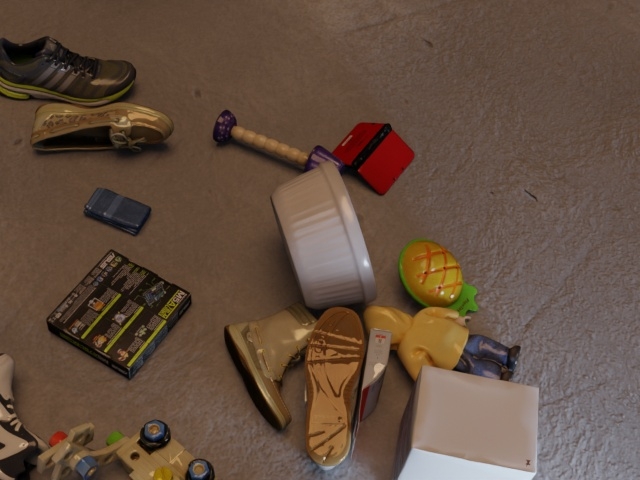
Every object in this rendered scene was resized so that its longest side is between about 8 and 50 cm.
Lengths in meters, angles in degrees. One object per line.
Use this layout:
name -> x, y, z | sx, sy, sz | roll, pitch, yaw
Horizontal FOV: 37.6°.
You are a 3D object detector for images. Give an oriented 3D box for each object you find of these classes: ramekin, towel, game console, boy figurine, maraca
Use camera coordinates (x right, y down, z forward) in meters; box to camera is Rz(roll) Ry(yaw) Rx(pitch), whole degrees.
ramekin -> 0.000, 0.000, 1.692 | 0.127, 0.273, 0.273 | -18, 58, -4
towel -> -0.393, -0.059, 1.826 | 0.119, 0.029, 0.067 | 21, 55, 9
game console -> 0.104, -0.173, 1.973 | 0.124, 0.085, 0.144 | 9, 46, 39
boy figurine -> 0.205, 0.196, 1.674 | 0.285, 0.092, 0.177 | 18, 55, 7
maraca -> 0.220, 0.078, 1.760 | 0.185, 0.099, 0.127 | 46, 62, -6

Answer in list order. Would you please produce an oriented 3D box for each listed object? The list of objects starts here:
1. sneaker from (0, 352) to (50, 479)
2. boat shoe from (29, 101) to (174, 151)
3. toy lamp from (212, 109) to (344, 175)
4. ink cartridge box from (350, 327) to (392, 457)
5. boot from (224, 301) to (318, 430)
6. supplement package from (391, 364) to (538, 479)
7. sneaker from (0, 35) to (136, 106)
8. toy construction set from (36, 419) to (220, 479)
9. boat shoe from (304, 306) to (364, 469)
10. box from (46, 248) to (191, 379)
sneaker -> -0.492, 0.303, 1.519 | 0.153, 0.094, 0.235 | 10, 54, -1
boat shoe -> -0.439, -0.215, 1.897 | 0.285, 0.104, 0.089 | 1, 58, 7
toy lamp -> -0.083, -0.186, 1.925 | 0.275, 0.080, 0.080 | 24, 56, 13
ink cartridge box -> 0.085, 0.259, 1.581 | 0.045, 0.145, 0.179 | 7, 55, 0
boot -> -0.056, 0.213, 1.644 | 0.165, 0.077, 0.213 | -19, 58, -21
supplement package -> 0.230, 0.326, 1.514 | 0.194, 0.203, 0.149 | 11, 54, 1
sneaker -> -0.538, -0.359, 1.967 | 0.300, 0.121, 0.111 | 0, 55, -6
toy construction set -> -0.274, 0.399, 1.451 | 0.328, 0.151, 0.215 | 43, 61, 10
boat shoe -> 0.015, 0.251, 1.601 | 0.098, 0.096, 0.277 | 9, 65, 1
box -> -0.359, 0.128, 1.689 | 0.184, 0.045, 0.190 | 28, 56, 11
